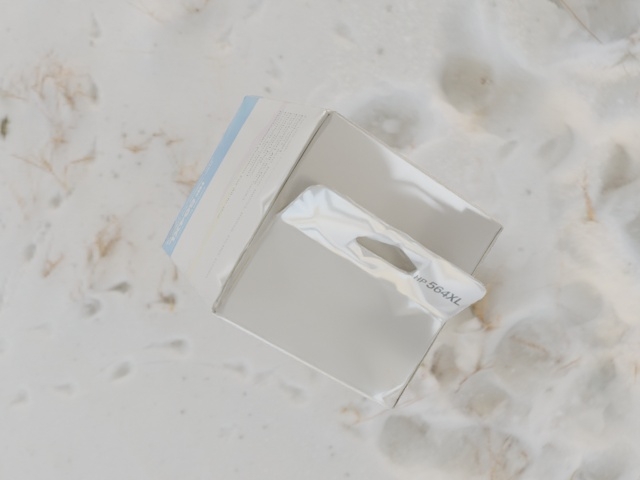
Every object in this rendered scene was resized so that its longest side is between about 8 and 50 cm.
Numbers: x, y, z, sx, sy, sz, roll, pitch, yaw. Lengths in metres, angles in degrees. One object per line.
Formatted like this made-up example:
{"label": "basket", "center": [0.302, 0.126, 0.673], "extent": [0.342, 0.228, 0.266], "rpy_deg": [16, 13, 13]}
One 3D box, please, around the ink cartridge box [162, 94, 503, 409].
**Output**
{"label": "ink cartridge box", "center": [0.000, 0.000, 0.389], "extent": [0.092, 0.143, 0.090], "rpy_deg": [30, 91, -21]}
